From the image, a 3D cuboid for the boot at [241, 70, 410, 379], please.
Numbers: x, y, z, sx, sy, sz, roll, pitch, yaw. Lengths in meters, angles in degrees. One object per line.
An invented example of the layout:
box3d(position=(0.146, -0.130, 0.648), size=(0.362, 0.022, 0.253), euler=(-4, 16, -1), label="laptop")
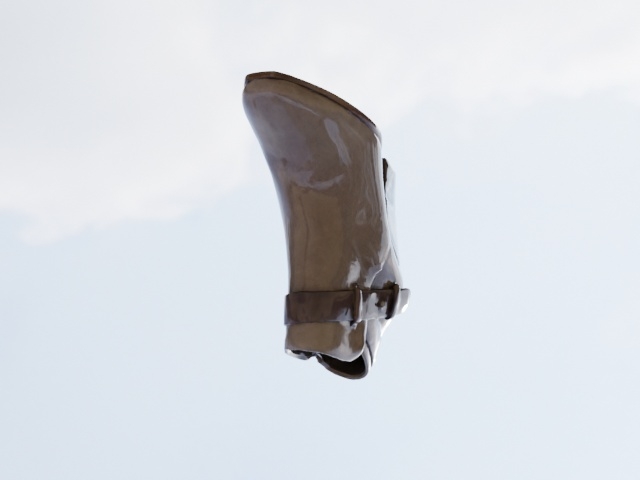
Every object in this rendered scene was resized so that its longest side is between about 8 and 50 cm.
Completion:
box3d(position=(0.000, 0.000, 0.622), size=(0.042, 0.087, 0.118), euler=(-1, 159, 32), label="boot")
